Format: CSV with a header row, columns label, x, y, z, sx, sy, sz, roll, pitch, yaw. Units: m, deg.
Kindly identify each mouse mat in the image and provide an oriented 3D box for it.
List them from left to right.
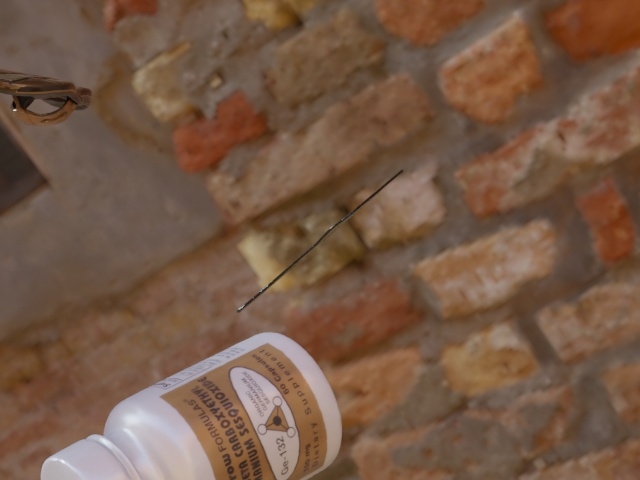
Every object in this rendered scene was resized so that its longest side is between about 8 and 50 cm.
label,x,y,z,sx,sy,sz,roll,pitch,yaw
mouse mat,0.000,0.000,1.559,0.189,0.007,0.152,-42,-1,31

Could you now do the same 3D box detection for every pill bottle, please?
label,x,y,z,sx,sy,sz,roll,pitch,yaw
pill bottle,-0.106,0.175,1.227,0.229,0.131,0.131,-25,6,-34

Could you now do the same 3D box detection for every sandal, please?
label,x,y,z,sx,sy,sz,roll,pitch,yaw
sandal,-0.332,-0.163,1.764,0.090,0.060,0.219,11,1,8
